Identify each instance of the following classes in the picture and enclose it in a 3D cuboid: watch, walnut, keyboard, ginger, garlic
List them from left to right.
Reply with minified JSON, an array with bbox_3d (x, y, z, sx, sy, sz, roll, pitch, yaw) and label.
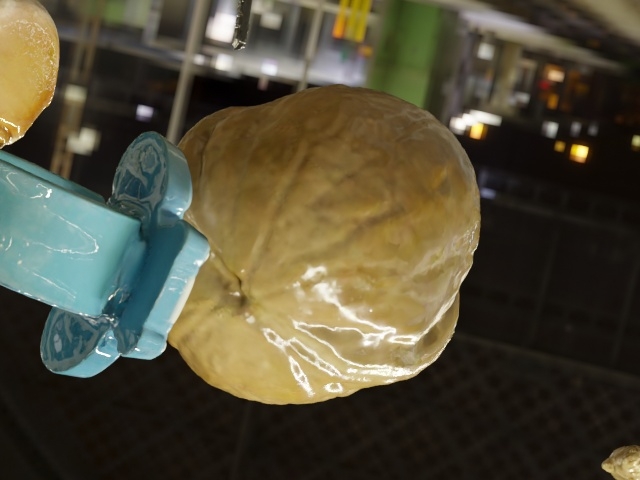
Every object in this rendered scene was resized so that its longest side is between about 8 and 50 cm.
[{"bbox_3d":[-0.392,-0.191,2.006,0.110,0.217,0.228,34,168,29],"label":"garlic"},{"bbox_3d":[-0.211,-0.006,1.420,0.193,0.211,0.211,23,180,-30],"label":"watch"},{"bbox_3d":[-0.083,-0.402,2.353,0.018,0.309,0.101,8,-179,-5],"label":"keyboard"},{"bbox_3d":[0.000,0.000,1.649,0.333,0.332,0.333,12,-174,-1],"label":"walnut"},{"bbox_3d":[0.427,0.293,2.287,0.089,0.075,0.288,-24,154,22],"label":"ginger"}]
